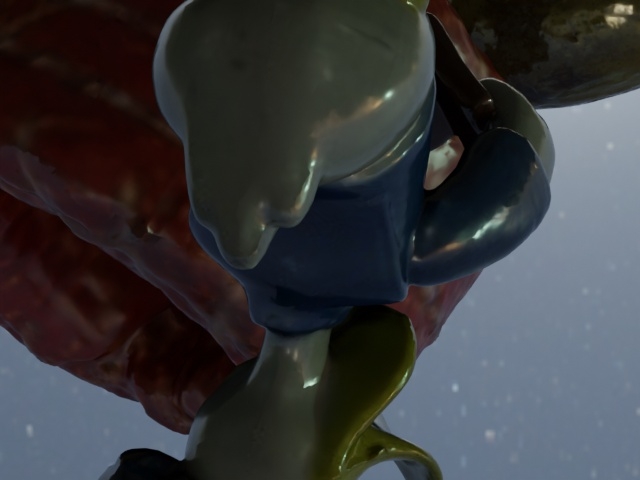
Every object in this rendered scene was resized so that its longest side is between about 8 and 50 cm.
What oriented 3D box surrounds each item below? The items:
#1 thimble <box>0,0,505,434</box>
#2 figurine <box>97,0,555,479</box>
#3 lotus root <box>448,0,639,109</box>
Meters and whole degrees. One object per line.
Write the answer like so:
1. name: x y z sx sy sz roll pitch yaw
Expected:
1. thimble: -0.065 -0.036 0.940 0.350 0.350 0.230 19 -115 34
2. figurine: -0.014 -0.011 0.630 0.205 0.338 0.283 18 -171 13
3. lotus root: 0.145 -0.158 1.080 0.278 0.154 0.154 -12 -152 8
